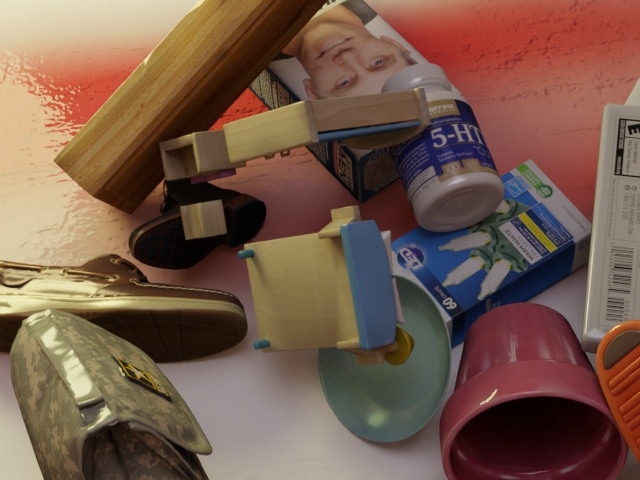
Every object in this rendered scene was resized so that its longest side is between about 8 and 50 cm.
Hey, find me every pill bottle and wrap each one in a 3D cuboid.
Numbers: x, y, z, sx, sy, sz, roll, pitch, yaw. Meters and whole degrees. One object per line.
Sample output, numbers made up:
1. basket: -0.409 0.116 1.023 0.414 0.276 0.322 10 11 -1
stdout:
1. pill bottle: 0.139 -0.114 1.937 0.112 0.112 0.186 -15 61 -8

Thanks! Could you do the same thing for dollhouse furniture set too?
1. dollhouse furniture set: 0.000 0.000 1.877 0.198 0.286 0.303 -10 89 -44

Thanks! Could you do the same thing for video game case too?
1. video game case: 0.455 -0.004 1.816 0.300 0.036 0.329 6 57 8

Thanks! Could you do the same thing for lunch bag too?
1. lunch bag: -0.209 0.224 1.685 0.169 0.287 0.235 -25 34 -13

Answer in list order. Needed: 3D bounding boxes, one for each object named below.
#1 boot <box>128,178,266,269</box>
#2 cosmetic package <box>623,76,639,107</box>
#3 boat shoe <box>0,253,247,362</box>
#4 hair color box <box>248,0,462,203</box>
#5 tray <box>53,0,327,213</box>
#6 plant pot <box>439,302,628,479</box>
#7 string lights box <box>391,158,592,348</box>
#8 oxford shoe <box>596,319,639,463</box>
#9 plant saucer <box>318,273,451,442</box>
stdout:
1. boot: -0.177 -0.025 1.991 0.106 0.082 0.219 29 27 33
2. cosmetic package: 0.468 -0.120 2.004 0.184 0.151 0.151 24 61 19
3. boat shoe: -0.254 0.066 1.938 0.342 0.123 0.123 -1 56 9
4. hair color box: 0.013 -0.226 2.131 0.174 0.105 0.347 -33 61 -18
5. tray: -0.137 -0.212 1.978 0.076 0.203 0.411 42 90 8
6. plant pot: 0.230 0.174 1.801 0.201 0.201 0.180 -2 40 2
7. string lights box: 0.190 0.026 1.963 0.260 0.076 0.133 -31 61 -17
8. oxford shoe: 0.429 0.217 1.725 0.363 0.130 0.133 48 21 -6
9. plant saucer: 0.082 0.136 1.867 0.037 0.195 0.195 7 39 -50
